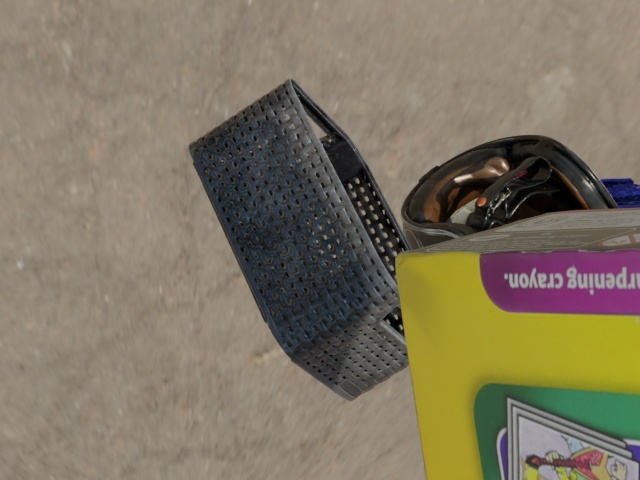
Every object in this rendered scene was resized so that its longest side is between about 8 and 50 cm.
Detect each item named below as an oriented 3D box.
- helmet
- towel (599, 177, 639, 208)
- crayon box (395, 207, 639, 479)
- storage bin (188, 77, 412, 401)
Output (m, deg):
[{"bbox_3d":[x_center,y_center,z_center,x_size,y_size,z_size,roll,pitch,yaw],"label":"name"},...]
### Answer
[{"bbox_3d":[0.147,0.022,1.262,0.169,0.169,0.161,-34,113,-11],"label":"helmet"},{"bbox_3d":[0.241,0.021,1.738,0.228,0.308,0.076,-5,70,12],"label":"towel"},{"bbox_3d":[0.195,0.146,0.591,0.106,0.363,0.313,-14,97,-36],"label":"crayon box"},{"bbox_3d":[0.000,0.000,1.130,0.084,0.122,0.180,-32,58,11],"label":"storage bin"}]
